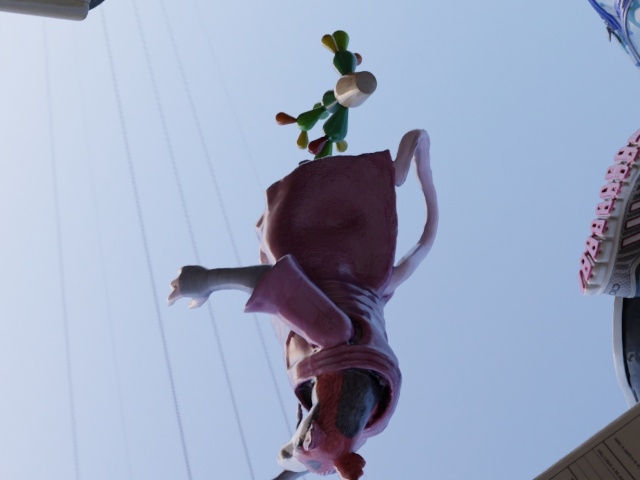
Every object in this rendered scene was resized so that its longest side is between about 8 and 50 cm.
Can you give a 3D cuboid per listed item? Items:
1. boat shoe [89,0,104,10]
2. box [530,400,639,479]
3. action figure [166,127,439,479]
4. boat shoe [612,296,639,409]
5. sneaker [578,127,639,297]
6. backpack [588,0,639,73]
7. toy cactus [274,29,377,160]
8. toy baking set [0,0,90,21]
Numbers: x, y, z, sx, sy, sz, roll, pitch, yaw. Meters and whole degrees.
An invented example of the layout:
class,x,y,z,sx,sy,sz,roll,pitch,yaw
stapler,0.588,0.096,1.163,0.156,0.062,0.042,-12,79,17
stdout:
class,x,y,z,sx,sy,sz,roll,pitch,yaw
boat shoe,-0.154,-0.311,0.636,0.105,0.111,0.307,21,-83,18
box,0.284,0.206,0.704,0.232,0.127,0.148,-38,-153,5
action figure,0.022,0.091,0.876,0.276,0.248,0.370,-17,-150,2
boat shoe,0.403,0.165,1.116,0.091,0.302,0.114,-2,-145,28
sneaker,0.296,-0.022,0.872,0.063,0.075,0.170,-92,-161,-86
backpack,0.195,-0.141,0.503,0.105,0.114,0.084,-36,-159,29
toy cactus,0.021,-0.216,1.381,0.180,0.112,0.218,-12,-122,67
toy baking set,-0.187,-0.185,0.429,0.197,0.256,0.030,-36,-124,24
